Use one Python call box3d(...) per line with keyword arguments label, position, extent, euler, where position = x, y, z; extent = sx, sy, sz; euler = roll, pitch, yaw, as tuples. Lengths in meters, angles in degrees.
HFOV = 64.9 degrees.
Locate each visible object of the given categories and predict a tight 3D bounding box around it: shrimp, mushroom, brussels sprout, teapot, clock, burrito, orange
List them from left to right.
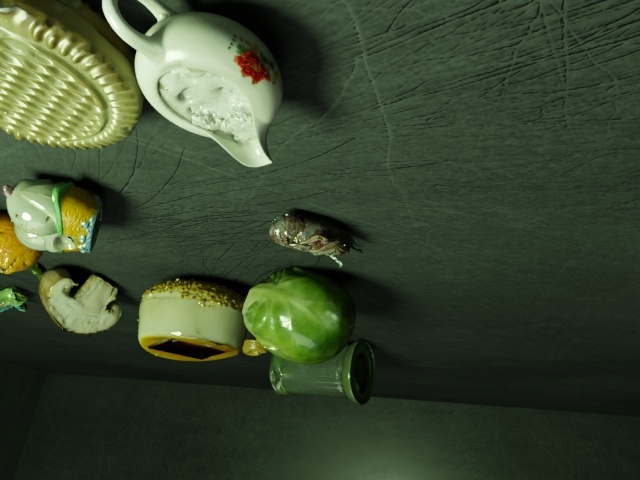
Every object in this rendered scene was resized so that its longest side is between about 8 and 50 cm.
box3d(label="orange", position=(-0.618, 0.008, 0.991), extent=(0.135, 0.118, 0.136), euler=(9, 151, 5))
box3d(label="burrito", position=(-0.972, 0.193, 1.567), extent=(0.287, 0.054, 0.104), euler=(-16, 148, 41))
box3d(label="clock", position=(-0.456, -0.039, 0.863), extent=(0.144, 0.104, 0.231), euler=(17, 152, -18))
box3d(label="mushroom", position=(-0.645, 0.140, 1.308), extent=(0.151, 0.156, 0.286), euler=(29, 162, 21))
box3d(label="teapot", position=(-0.115, -0.168, 0.502), extent=(0.145, 0.093, 0.226), euler=(-14, 148, 33))
box3d(label="brussels sprout", position=(-0.044, 0.164, 1.093), extent=(0.243, 0.244, 0.244), euler=(5, 156, 2))
box3d(label="shrimp", position=(0.000, -0.001, 0.873), extent=(0.190, 0.075, 0.073), euler=(11, 125, -34))
box3d(label="teapot", position=(0.007, 0.426, 1.704), extent=(0.336, 0.201, 0.270), euler=(-5, -174, 28))

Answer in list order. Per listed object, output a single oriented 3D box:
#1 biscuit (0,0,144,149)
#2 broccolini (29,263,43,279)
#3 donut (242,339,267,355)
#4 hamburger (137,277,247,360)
box3d(label="biscuit", position=(-0.311, -0.182, 0.533), extent=(0.258, 0.079, 0.259), euler=(6, 156, 3))
box3d(label="broccolini", position=(-0.770, 0.051, 1.214), extent=(0.123, 0.062, 0.271), euler=(13, 160, 11))
box3d(label="donut", position=(-0.243, 0.392, 1.841), extent=(0.097, 0.043, 0.108), euler=(16, 150, -21))
box3d(label="hamburger", position=(-0.311, 0.190, 1.247), extent=(0.275, 0.179, 0.294), euler=(20, 149, -34))
